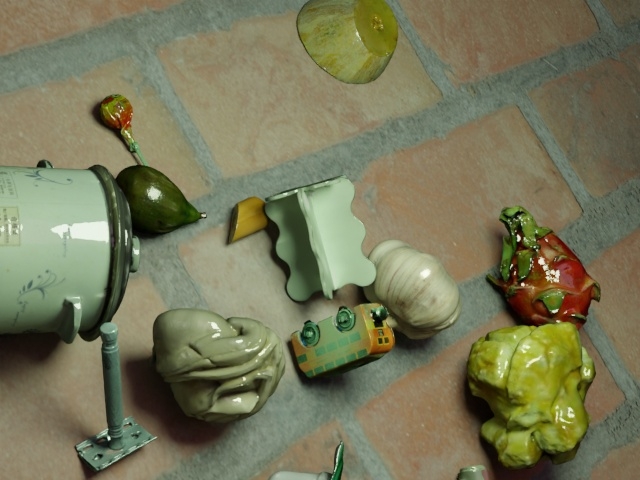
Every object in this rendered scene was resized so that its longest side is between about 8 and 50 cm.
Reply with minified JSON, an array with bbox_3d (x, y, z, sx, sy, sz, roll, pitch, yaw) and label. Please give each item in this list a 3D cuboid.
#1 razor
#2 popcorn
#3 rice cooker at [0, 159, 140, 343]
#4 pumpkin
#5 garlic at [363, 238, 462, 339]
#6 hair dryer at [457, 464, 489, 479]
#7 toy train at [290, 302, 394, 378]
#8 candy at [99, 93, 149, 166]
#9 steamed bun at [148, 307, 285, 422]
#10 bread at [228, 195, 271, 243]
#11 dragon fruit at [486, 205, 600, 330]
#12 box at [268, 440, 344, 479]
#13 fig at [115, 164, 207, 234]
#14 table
[{"bbox_3d":[-0.300,0.217,1.515,0.068,0.232,0.106,29,39,35],"label":"razor"},{"bbox_3d":[0.387,0.280,1.907,0.276,0.225,0.276,14,67,-36],"label":"popcorn"},{"bbox_3d":[-0.406,0.014,1.512,0.316,0.264,0.316,16,44,-16],"label":"rice cooker"},{"bbox_3d":[0.074,-0.438,2.152,0.217,0.110,0.217,19,56,-30],"label":"pumpkin"},{"bbox_3d":[0.126,0.121,1.869,0.226,0.199,0.199,-43,93,-13],"label":"garlic"},{"bbox_3d":[0.230,0.454,1.837,0.154,0.054,0.106,2,70,-21],"label":"hair dryer"},{"bbox_3d":[0.039,0.167,1.765,0.072,0.188,0.099,6,65,-51],"label":"toy train"},{"bbox_3d":[-0.317,-0.162,1.799,0.060,0.060,0.201,-29,91,-39],"label":"candy"},{"bbox_3d":[-0.162,0.207,1.612,0.211,0.218,0.144,7,61,0],"label":"steamed bun"},{"bbox_3d":[-0.134,-0.040,1.847,0.103,0.049,0.062,-26,82,-40],"label":"bread"},{"bbox_3d":[0.427,0.071,2.054,0.269,0.198,0.200,53,26,-22],"label":"dragon fruit"},{"bbox_3d":[-0.060,0.480,1.537,0.106,0.264,0.337,14,54,7],"label":"box"},{"bbox_3d":[-0.265,-0.054,1.748,0.177,0.117,0.117,32,50,-43],"label":"fig"},{"bbox_3d":[0.000,0.000,1.831,0.166,0.166,0.198,-19,96,-37],"label":"table"}]
